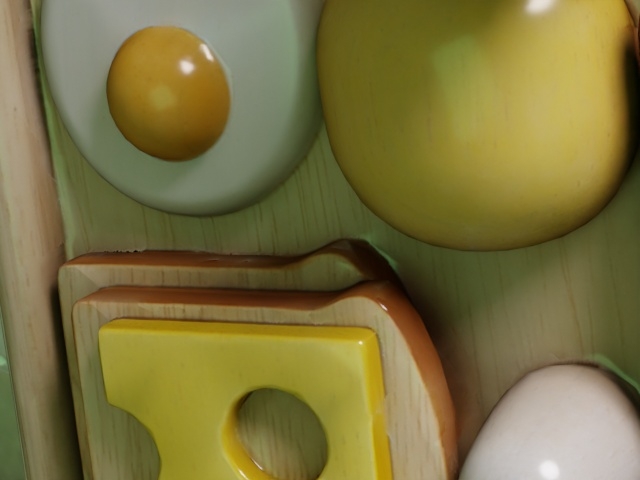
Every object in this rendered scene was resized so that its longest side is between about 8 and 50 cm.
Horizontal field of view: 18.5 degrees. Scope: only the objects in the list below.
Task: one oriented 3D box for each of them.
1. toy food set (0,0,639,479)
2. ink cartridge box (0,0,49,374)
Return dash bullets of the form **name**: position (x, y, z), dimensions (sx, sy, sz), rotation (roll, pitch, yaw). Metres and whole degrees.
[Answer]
- **toy food set**: position (0.000, 0.000, 0.400), dimensions (0.220, 0.092, 0.306), rotation (1, 106, 25)
- **ink cartridge box**: position (-0.074, -0.154, 0.514), dimensions (0.223, 0.129, 0.307), rotation (32, 113, 9)
